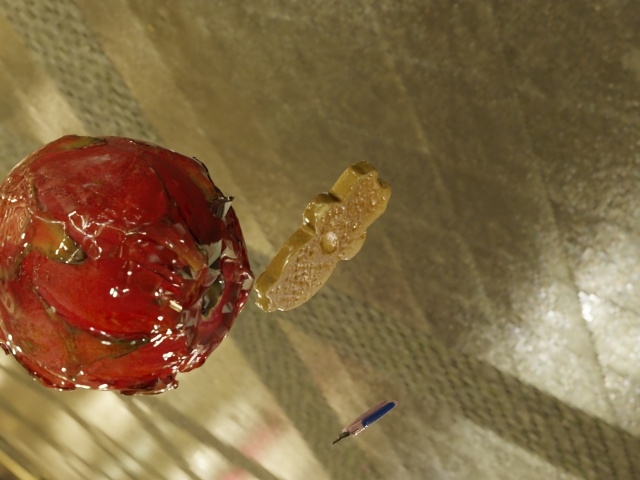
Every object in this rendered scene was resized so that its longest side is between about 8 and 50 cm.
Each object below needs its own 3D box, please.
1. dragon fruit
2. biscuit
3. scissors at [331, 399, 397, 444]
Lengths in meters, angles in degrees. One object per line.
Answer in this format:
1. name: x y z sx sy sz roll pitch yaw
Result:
1. dragon fruit: -0.231 0.029 1.301 0.302 0.295 0.295 17 152 24
2. biscuit: 0.000 0.000 1.474 0.036 0.225 0.166 38 179 25
3. scissors: 0.059 0.255 1.642 0.012 0.113 0.039 62 151 -5
